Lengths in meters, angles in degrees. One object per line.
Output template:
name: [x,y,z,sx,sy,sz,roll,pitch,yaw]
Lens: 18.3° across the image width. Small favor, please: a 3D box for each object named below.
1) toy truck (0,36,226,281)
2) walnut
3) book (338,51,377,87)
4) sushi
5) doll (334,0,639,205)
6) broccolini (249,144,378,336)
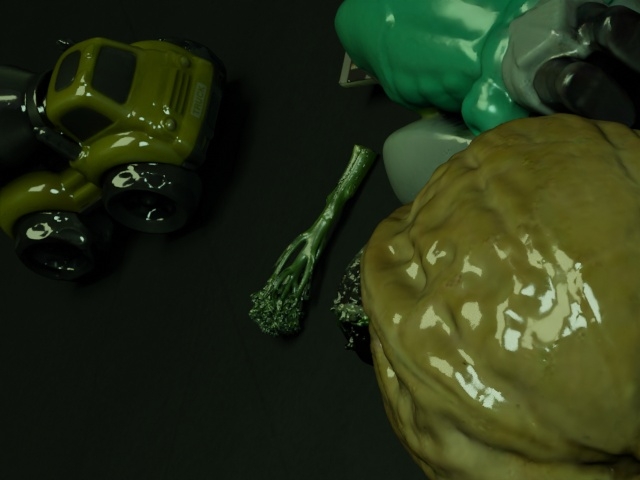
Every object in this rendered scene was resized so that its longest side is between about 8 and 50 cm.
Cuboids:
toy truck: [-0.184,-0.081,1.461,0.224,0.165,0.147,-22,46,44]
walnut: [0.114,0.040,0.931,0.213,0.213,0.213,-34,39,34]
book: [0.079,-0.186,1.302,0.127,0.014,0.182,-4,64,44]
sushi: [0.046,0.032,1.149,0.083,0.056,0.085,13,73,57]
doll: [0.098,-0.088,1.093,0.195,0.153,0.258,-40,29,18]
broccolini: [0.000,0.000,1.274,0.035,0.030,0.140,23,79,50]
